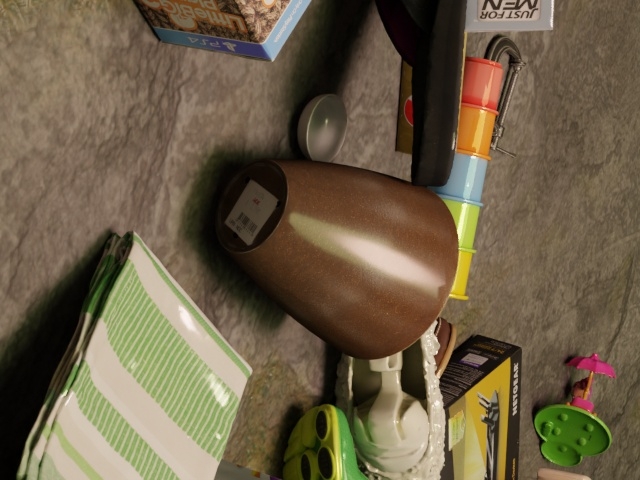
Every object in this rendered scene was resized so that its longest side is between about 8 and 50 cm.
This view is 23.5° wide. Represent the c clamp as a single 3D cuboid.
[{"bbox_3d":[0.254,-0.204,2.169,0.137,0.022,0.161,9,96,-53],"label":"c clamp"}]

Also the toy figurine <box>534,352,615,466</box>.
[{"bbox_3d":[0.437,0.271,2.577,0.173,0.130,0.159,100,14,-51],"label":"toy figurine"}]

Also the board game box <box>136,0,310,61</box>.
[{"bbox_3d":[-0.099,-0.354,1.439,0.232,0.141,0.291,-61,145,-23],"label":"board game box"}]

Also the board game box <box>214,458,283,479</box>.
[{"bbox_3d":[-0.080,0.392,1.765,0.142,0.144,0.275,-55,143,-31],"label":"board game box"}]

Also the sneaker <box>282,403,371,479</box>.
[{"bbox_3d":[0.041,0.339,1.908,0.123,0.109,0.295,-22,100,-40],"label":"sneaker"}]

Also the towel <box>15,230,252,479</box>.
[{"bbox_3d":[-0.171,0.180,1.490,0.248,0.038,0.325,53,36,-34],"label":"towel"}]

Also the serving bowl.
[{"bbox_3d":[-0.003,-0.131,1.786,0.083,0.027,0.083,-30,127,-49],"label":"serving bowl"}]

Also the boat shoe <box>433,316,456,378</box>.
[{"bbox_3d":[0.116,0.182,2.059,0.073,0.073,0.207,35,60,-14],"label":"boat shoe"}]

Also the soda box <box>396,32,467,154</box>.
[{"bbox_3d":[0.141,-0.198,1.952,0.058,0.061,0.181,-20,119,-53],"label":"soda box"}]

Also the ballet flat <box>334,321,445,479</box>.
[{"bbox_3d":[0.077,0.162,1.912,0.147,0.147,0.409,-24,114,-52],"label":"ballet flat"}]

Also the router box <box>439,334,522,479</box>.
[{"bbox_3d":[0.197,0.325,2.230,0.243,0.081,0.309,-32,128,-47],"label":"router box"}]

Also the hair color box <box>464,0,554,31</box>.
[{"bbox_3d":[0.221,-0.455,1.850,0.185,0.113,0.374,-90,179,-67],"label":"hair color box"}]

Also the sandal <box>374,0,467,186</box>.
[{"bbox_3d":[0.109,-0.279,1.764,0.167,0.107,0.446,98,-4,-67],"label":"sandal"}]

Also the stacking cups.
[{"bbox_3d":[0.187,-0.082,2.036,0.096,0.096,0.316,11,93,-58],"label":"stacking cups"}]

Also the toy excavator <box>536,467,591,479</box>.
[{"bbox_3d":[0.243,0.483,2.124,0.433,0.222,0.445,45,60,-52],"label":"toy excavator"}]

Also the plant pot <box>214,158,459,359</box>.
[{"bbox_3d":[0.000,0.000,1.704,0.230,0.215,0.215,25,81,-44],"label":"plant pot"}]
